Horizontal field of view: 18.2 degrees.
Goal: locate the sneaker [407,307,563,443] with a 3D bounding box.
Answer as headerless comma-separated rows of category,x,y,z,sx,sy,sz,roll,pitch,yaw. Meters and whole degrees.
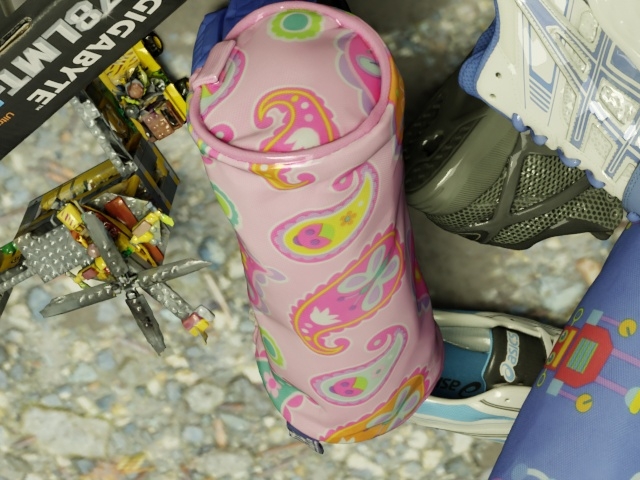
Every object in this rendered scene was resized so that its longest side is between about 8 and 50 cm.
sneaker,0.144,0.091,1.267,0.237,0.085,0.086,7,161,2

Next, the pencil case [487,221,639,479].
pencil case,0.199,0.095,1.184,0.133,0.119,0.306,32,84,-23

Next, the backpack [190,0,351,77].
backpack,-0.015,-0.091,1.190,0.101,0.098,0.120,-14,129,21

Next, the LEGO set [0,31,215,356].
LEGO set,-0.241,-0.009,1.190,0.331,0.192,0.255,-21,114,14

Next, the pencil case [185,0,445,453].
pencil case,0.000,0.000,1.123,0.124,0.124,0.284,-4,143,6

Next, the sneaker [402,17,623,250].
sneaker,0.156,-0.086,1.190,0.130,0.087,0.227,34,99,-37

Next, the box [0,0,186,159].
box,-0.229,-0.166,1.056,0.293,0.295,0.073,-38,149,28

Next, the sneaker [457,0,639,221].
sneaker,0.148,-0.086,1.087,0.131,0.112,0.296,-20,102,15
